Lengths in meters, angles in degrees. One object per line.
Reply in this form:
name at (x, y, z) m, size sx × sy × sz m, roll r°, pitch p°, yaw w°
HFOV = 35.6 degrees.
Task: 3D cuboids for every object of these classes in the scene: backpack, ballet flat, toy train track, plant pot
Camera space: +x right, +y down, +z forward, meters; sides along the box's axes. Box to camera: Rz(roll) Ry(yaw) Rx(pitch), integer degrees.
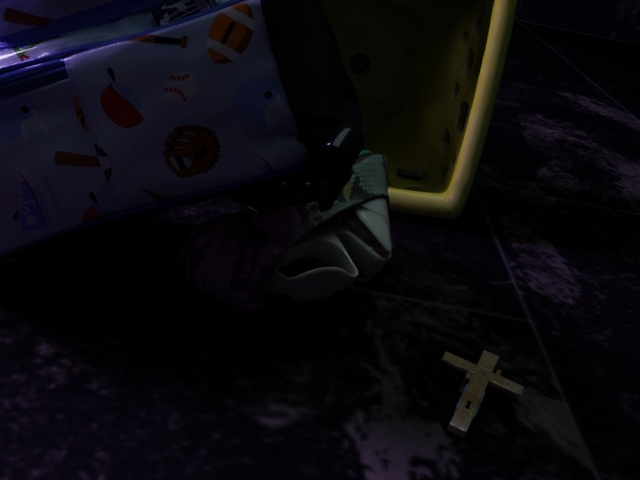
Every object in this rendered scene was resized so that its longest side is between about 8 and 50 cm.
backpack at (-0.126, -0.100, 0.605) m, size 0.263 × 0.213 × 0.276 m, roll -25°, pitch 16°, yaw 2°
ballet flat at (0.000, 0.000, 0.666) m, size 0.079 × 0.077 × 0.221 m, roll 39°, pitch 33°, yaw 17°
toy train track at (0.084, 0.086, 0.550) m, size 0.048 × 0.014 × 0.083 m, roll 24°, pitch 28°, yaw 12°
plant pot at (0.034, -0.164, 0.901) m, size 0.227 × 0.228 × 0.207 m, roll 12°, pitch 13°, yaw -3°
